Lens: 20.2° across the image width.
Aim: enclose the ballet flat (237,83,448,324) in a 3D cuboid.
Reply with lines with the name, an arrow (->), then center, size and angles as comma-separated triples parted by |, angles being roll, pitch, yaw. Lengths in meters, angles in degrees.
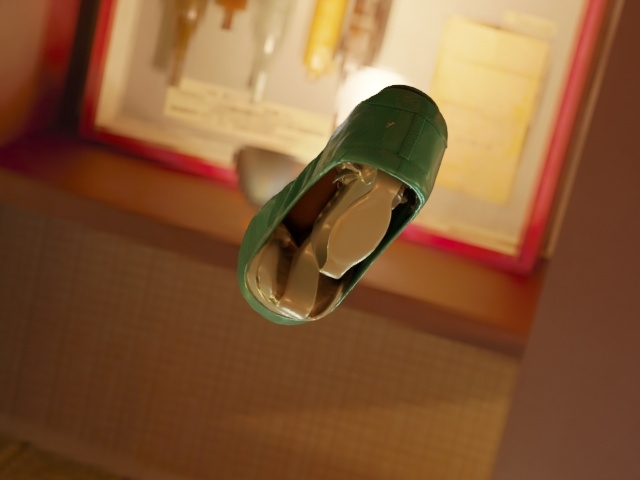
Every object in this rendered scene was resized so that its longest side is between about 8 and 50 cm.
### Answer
ballet flat -> 0.000, 0.000, 1.164 | 0.083, 0.247, 0.087 | 29, -134, -8
